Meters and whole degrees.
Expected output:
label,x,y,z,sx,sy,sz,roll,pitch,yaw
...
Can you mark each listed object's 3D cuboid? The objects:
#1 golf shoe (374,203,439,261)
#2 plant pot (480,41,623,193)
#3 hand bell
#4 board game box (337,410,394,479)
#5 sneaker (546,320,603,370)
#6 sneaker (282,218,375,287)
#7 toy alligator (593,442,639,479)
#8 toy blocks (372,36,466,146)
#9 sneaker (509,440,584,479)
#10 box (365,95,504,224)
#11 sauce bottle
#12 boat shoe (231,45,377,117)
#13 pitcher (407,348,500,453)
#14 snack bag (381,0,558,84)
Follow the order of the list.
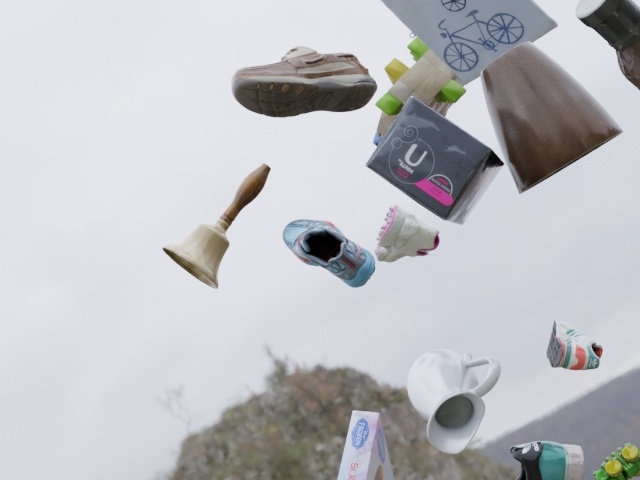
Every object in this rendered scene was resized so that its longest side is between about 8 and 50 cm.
label,x,y,z,sx,sy,sz,roll,pitch,yaw
golf shoe,0.204,0.005,2.519,0.306,0.140,0.115,77,-147,-81
plant pot,0.397,-0.238,1.952,0.215,0.230,0.215,-30,-5,-3
hand bell,-0.167,-0.043,1.964,0.242,0.126,0.126,-53,-16,-12
board game box,0.093,0.591,2.331,0.066,0.318,0.319,2,-42,15
sneaker,0.397,0.169,1.667,0.161,0.075,0.057,-47,-31,-78
sneaker,0.000,0.000,2.209,0.125,0.262,0.104,37,-98,-43
toy alligator,0.499,0.403,1.848,0.189,0.051,0.056,-38,-53,-8
toy blocks,0.275,-0.371,2.770,0.381,0.191,0.261,-46,-14,-24
sneaker,0.320,0.453,1.673,0.121,0.302,0.108,9,9,-3
box,0.202,-0.129,1.838,0.143,0.165,0.270,-56,-13,6
sauce bottle,0.509,-0.244,1.535,0.344,0.111,0.111,36,-58,-21
boat shoe,-0.041,-0.326,2.163,0.324,0.116,0.123,-3,-28,-34
pitcher,0.237,0.251,1.864,0.178,0.125,0.207,-51,14,10
snack bag,0.321,-0.534,2.452,0.323,0.342,0.037,-29,25,52
